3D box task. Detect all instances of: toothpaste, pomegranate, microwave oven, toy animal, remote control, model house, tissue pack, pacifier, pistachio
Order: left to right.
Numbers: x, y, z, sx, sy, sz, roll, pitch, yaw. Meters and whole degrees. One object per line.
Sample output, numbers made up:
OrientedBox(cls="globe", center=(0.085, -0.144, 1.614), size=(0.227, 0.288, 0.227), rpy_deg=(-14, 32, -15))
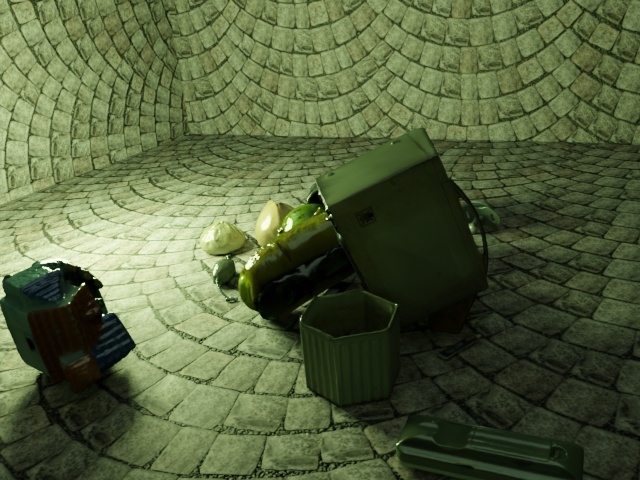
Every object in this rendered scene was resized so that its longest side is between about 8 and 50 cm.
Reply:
OrientedBox(cls="model house", center=(-0.598, 0.216, 1.556), size=(0.251, 0.295, 0.329), rpy_deg=(-27, 27, -34))
OrientedBox(cls="toy animal", center=(-0.314, 0.120, 2.040), size=(0.079, 0.070, 0.253), rpy_deg=(-22, 25, 2))
OrientedBox(cls="pistachio", center=(-0.146, -0.057, 2.275), size=(0.187, 0.188, 0.299), rpy_deg=(-8, 18, -5))
OrientedBox(cls="pomegranate", center=(0.000, 0.000, 2.068), size=(0.301, 0.236, 0.236), rpy_deg=(5, 13, -34))
OrientedBox(cls="tissue pack", center=(0.059, 0.184, 1.738), size=(0.106, 0.099, 0.148), rpy_deg=(5, 24, 26))
OrientedBox(cls="microwave oven", center=(0.212, -0.032, 1.595), size=(0.332, 0.394, 0.247), rpy_deg=(-25, 26, 5))
OrientedBox(cls="toothpaste", center=(0.351, 0.264, 1.576), size=(0.139, 0.021, 0.037), rpy_deg=(-21, 22, -28))
OrientedBox(cls="pacifier", center=(0.569, -0.078, 2.277), size=(0.150, 0.127, 0.117), rpy_deg=(17, 54, 30))
OrientedBox(cls="remote control", center=(0.315, 0.398, 1.188), size=(0.335, 0.066, 0.128), rpy_deg=(4, 26, 23))

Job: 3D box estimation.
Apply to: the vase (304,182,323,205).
OrientedBox(cls="vase", center=(0.003, -0.162, 2.587), size=(0.251, 0.156, 0.301), rpy_deg=(-31, 16, 5))

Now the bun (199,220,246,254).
OrientedBox(cls="bun", center=(-0.365, -0.020, 2.351), size=(0.183, 0.102, 0.183), rpy_deg=(-2, 22, 1))

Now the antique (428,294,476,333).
OrientedBox(cls="antique", center=(0.382, 0.144, 1.768), size=(0.087, 0.094, 0.310), rpy_deg=(5, 23, 24))

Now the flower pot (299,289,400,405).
OrientedBox(cls="flower pot", center=(0.072, 0.245, 1.465), size=(0.209, 0.190, 0.239), rpy_deg=(-23, 30, -37))

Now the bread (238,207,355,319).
OrientedBox(cls="bread", center=(-0.058, 0.069, 1.790), size=(0.376, 0.208, 0.251), rpy_deg=(-34, 1, -15))
